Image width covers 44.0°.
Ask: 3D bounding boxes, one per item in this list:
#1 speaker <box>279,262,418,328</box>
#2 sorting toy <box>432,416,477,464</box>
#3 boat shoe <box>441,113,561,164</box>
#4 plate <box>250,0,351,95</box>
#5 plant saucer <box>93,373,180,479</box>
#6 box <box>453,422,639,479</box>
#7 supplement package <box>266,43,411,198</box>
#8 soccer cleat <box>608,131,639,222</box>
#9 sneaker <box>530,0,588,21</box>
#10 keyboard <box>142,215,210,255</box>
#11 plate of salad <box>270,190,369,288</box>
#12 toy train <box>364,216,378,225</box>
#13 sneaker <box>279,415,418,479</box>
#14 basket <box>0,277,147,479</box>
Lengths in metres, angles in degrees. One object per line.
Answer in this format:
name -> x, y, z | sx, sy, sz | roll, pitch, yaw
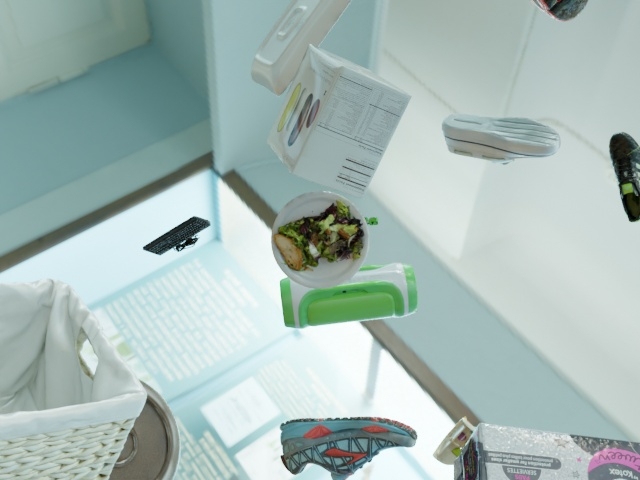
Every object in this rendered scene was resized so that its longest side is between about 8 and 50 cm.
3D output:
speaker -> 0.062, 0.123, 1.768 | 0.131, 0.297, 0.131 | 173, -90, -88
sorting toy -> 0.227, 0.316, 1.205 | 0.075, 0.045, 0.083 | 39, -63, 9
boat shoe -> 0.328, -0.177, 1.437 | 0.226, 0.083, 0.075 | 21, -39, 37
plate -> -0.045, -0.433, 1.615 | 0.045, 0.277, 0.278 | 35, 6, -24
plant saucer -> -0.423, 0.419, 1.619 | 0.050, 0.311, 0.310 | -33, -92, 52
box -> 0.302, 0.335, 0.983 | 0.142, 0.248, 0.163 | 101, -3, -54
supplement package -> 0.026, -0.217, 1.429 | 0.203, 0.149, 0.194 | -65, -154, 15
soccer cleat -> 0.595, -0.121, 1.525 | 0.060, 0.072, 0.178 | -12, -80, 34
sneaker -> 0.349, -0.517, 1.407 | 0.314, 0.116, 0.136 | 45, 0, -31
keyboard -> -0.356, 0.000, 2.023 | 0.192, 0.100, 0.038 | -28, -115, 28
plate of salad -> 0.000, 0.000, 1.594 | 0.199, 0.200, 0.048 | 62, 0, -4
toy train -> 0.113, -0.050, 2.082 | 0.083, 0.017, 0.023 | -2, -88, 26
sneaker -> 0.054, 0.393, 1.479 | 0.104, 0.262, 0.125 | 34, 53, -70
basket -> -0.516, 0.261, 1.270 | 0.328, 0.331, 0.266 | 43, -61, 35
